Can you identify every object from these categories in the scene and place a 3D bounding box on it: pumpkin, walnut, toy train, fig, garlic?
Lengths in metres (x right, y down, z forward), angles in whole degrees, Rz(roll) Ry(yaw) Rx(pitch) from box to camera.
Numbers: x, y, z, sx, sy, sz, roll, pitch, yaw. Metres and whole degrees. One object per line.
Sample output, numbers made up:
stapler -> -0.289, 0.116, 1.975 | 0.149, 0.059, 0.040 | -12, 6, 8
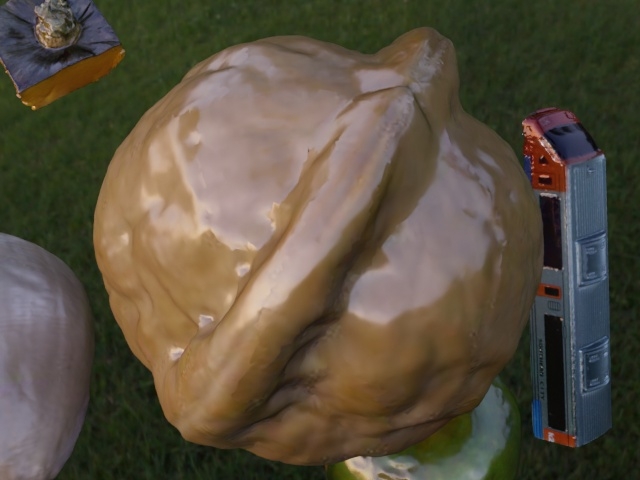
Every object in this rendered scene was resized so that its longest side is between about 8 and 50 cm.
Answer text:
pumpkin -> -0.183, -0.139, 0.696 | 0.083, 0.054, 0.074 | -30, 70, -17
walnut -> 0.002, 0.010, 0.830 | 0.383, 0.384, 0.384 | -2, 45, 2
toy train -> 0.304, 0.046, 1.237 | 0.086, 0.410, 0.089 | -16, 18, -39
fig -> 0.105, 0.217, 1.065 | 0.206, 0.275, 0.206 | -3, 64, 6
garlic -> -0.295, 0.135, 0.979 | 0.151, 0.196, 0.339 | 5, 49, -36
